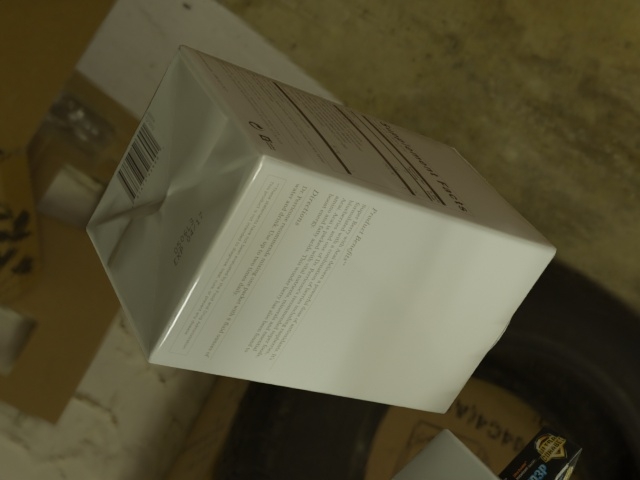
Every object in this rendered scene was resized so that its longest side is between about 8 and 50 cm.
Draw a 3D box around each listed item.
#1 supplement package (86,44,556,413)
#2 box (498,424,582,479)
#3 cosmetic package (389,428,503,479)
[{"bbox_3d":[0.000,0.000,0.904,0.292,0.175,0.178,16,114,-36],"label":"supplement package"},{"bbox_3d":[0.193,0.329,1.241,0.051,0.175,0.220,31,131,25],"label":"box"},{"bbox_3d":[0.163,0.307,0.920,0.225,0.138,0.224,50,176,-33],"label":"cosmetic package"}]
